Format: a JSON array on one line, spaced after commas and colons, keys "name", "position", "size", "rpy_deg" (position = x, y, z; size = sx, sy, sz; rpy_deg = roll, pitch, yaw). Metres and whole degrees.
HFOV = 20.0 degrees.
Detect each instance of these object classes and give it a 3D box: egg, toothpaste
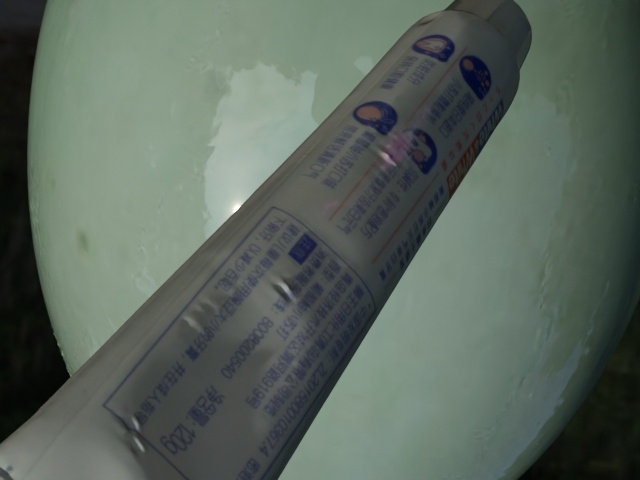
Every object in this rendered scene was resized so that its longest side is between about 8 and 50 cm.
[{"name": "egg", "position": [0.015, -0.049, 0.775], "size": [0.276, 0.389, 0.276], "rpy_deg": [8, -165, -2]}, {"name": "toothpaste", "position": [0.000, 0.000, 0.409], "size": [0.052, 0.218, 0.033], "rpy_deg": [40, 133, -2]}]
